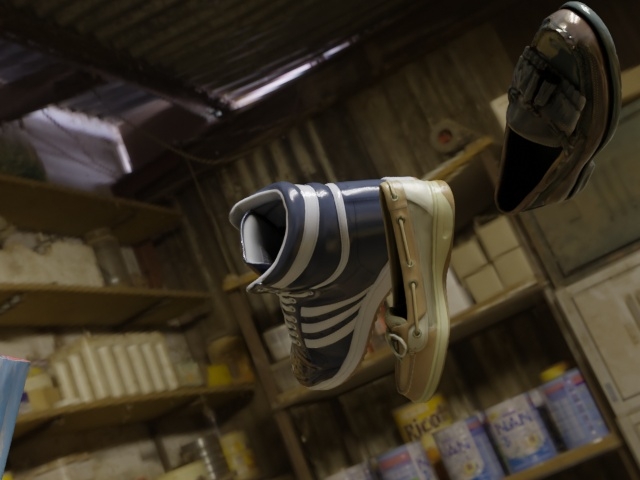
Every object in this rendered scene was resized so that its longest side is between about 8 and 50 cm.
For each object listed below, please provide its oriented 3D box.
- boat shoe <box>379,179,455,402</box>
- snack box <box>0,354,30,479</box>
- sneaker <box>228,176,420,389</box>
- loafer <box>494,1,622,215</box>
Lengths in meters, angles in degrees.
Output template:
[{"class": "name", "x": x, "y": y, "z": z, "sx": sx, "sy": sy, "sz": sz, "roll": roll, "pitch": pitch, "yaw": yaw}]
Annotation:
[{"class": "boat shoe", "x": 0.059, "y": 0.035, "z": 0.589, "sx": 0.048, "sy": 0.153, "sz": 0.056, "roll": 1, "pitch": 14, "yaw": -11}, {"class": "snack box", "x": -0.432, "y": 0.201, "z": 0.961, "sx": 0.207, "sy": 0.174, "sz": 0.070, "roll": 2, "pitch": -13, "yaw": 32}, {"class": "sneaker", "x": -0.020, "y": 0.046, "z": 0.808, "sx": 0.153, "sy": 0.099, "sz": 0.282, "roll": -1, "pitch": -41, "yaw": -25}, {"class": "loafer", "x": 0.209, "y": -0.101, "z": 0.805, "sx": 0.084, "sy": 0.096, "sz": 0.267, "roll": -31, "pitch": -28, "yaw": -8}]
